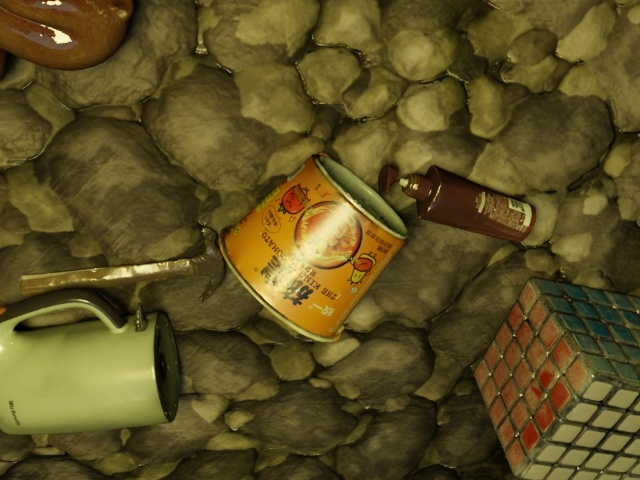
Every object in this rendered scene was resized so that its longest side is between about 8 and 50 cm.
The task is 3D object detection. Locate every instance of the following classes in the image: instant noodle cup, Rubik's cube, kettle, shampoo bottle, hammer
[{"bbox_3d":[0.000,0.000,0.932,0.216,0.216,0.172,35,106,-28],"label":"instant noodle cup"},{"bbox_3d":[0.421,0.230,1.129,0.237,0.237,0.238,12,124,-15],"label":"Rubik's cube"},{"bbox_3d":[-0.352,0.175,1.036,0.255,0.165,0.240,-5,117,1],"label":"kettle"},{"bbox_3d":[0.189,-0.054,0.994,0.236,0.068,0.067,17,124,-18],"label":"shampoo bottle"},{"bbox_3d":[-0.288,0.049,1.029,0.297,0.027,0.125,-6,122,-4],"label":"hammer"}]

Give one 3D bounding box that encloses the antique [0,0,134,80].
[{"bbox_3d":[-0.331,-0.236,0.763,0.257,0.121,0.143,-21,135,-1],"label":"antique"}]
